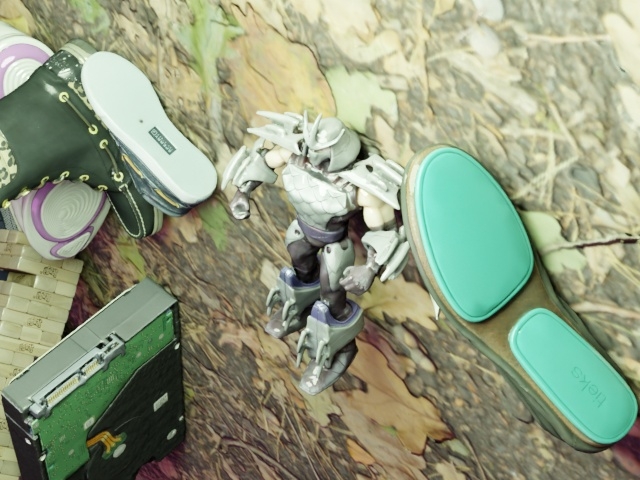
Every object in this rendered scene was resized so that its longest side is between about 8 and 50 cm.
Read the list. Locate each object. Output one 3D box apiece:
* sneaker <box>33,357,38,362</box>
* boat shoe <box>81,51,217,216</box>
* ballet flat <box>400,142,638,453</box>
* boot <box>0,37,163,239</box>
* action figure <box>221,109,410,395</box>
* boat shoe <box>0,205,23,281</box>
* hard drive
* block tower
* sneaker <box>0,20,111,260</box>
[{"bbox_3d":[-0.417,0.246,1.850,0.384,0.147,0.145,55,178,20],"label":"sneaker"},{"bbox_3d":[-0.185,-0.101,1.291,0.183,0.065,0.083,51,149,-2],"label":"boat shoe"},{"bbox_3d":[0.137,0.052,0.992,0.280,0.095,0.096,56,162,-9],"label":"ballet flat"},{"bbox_3d":[-0.274,-0.071,1.333,0.085,0.179,0.236,17,135,45],"label":"boot"},{"bbox_3d":[0.000,0.000,1.118,0.185,0.099,0.285,39,146,31],"label":"action figure"},{"bbox_3d":[-0.472,-0.020,1.689,0.127,0.158,0.340,21,139,43],"label":"boat shoe"},{"bbox_3d":[-0.277,0.223,1.607,0.064,0.237,0.339,36,148,22],"label":"hard drive"},{"bbox_3d":[-0.403,0.158,1.630,0.097,0.335,0.091,19,170,-36],"label":"block tower"},{"bbox_3d":[-0.324,-0.118,1.454,0.152,0.114,0.305,41,148,45],"label":"sneaker"}]
